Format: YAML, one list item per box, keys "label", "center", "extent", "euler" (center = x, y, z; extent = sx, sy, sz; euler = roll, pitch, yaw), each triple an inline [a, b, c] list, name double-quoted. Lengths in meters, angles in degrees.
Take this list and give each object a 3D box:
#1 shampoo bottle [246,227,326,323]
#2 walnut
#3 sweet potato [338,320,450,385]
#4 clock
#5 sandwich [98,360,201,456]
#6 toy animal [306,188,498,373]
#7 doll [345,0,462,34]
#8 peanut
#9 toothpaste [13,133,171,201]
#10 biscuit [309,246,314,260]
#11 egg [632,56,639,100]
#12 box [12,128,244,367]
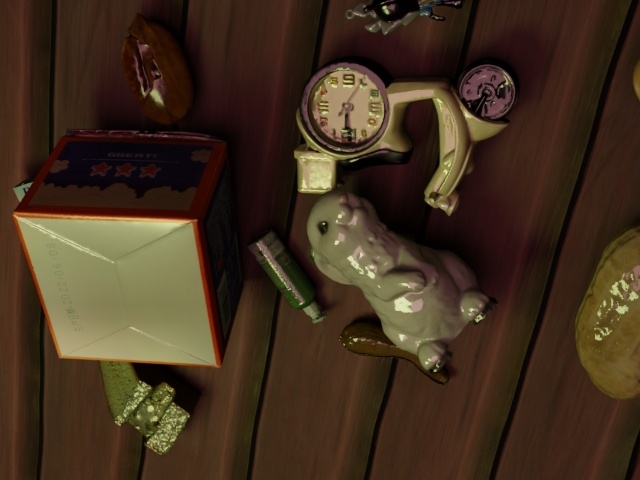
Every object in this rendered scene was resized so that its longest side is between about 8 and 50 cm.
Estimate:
- label: "shampoo bottle"
  center: [-0.059, 0.074, 1.709]
  extent: [0.065, 0.065, 0.204]
  euler: [-31, 102, 22]
- label: "walnut"
  center: [-0.293, -0.305, 1.584]
  extent: [0.116, 0.116, 0.207]
  euler: [-10, 109, 17]
- label: "sweet potato"
  center: [0.151, 0.211, 1.721]
  extent: [0.233, 0.062, 0.081]
  euler: [21, 130, 0]
- label: "clock"
  center: [0.144, -0.186, 1.535]
  extent: [0.379, 0.120, 0.276]
  euler: [7, 111, 15]
- label: "sandwich"
  center: [-0.374, 0.322, 1.853]
  extent: [0.236, 0.128, 0.122]
  euler: [36, 107, -4]
- label: "toy animal"
  center: [0.124, 0.053, 1.563]
  extent: [0.357, 0.258, 0.194]
  euler: [40, 84, 2]
- label: "doll"
  center: [0.136, -0.397, 1.469]
  extent: [0.195, 0.070, 0.096]
  euler: [-10, 94, 9]
- label: "peanut"
  center: [0.539, 0.126, 1.548]
  extent: [0.174, 0.158, 0.340]
  euler: [5, 121, -21]
- label: "toothpaste"
  center: [-0.431, -0.121, 1.714]
  extent: [0.336, 0.067, 0.081]
  euler: [-14, 109, 18]
- label: "biscuit"
  center: [0.000, 0.000, 1.691]
  extent: [0.046, 0.016, 0.089]
  euler: [4, 112, 13]
- label: "egg"
  center: [0.607, -0.248, 1.351]
  extent: [0.244, 0.201, 0.201]
  euler: [9, 114, 22]
- label: "box"
  center: [-0.321, 0.015, 1.594]
  extent: [0.319, 0.257, 0.348]
  euler: [2, 129, 9]
